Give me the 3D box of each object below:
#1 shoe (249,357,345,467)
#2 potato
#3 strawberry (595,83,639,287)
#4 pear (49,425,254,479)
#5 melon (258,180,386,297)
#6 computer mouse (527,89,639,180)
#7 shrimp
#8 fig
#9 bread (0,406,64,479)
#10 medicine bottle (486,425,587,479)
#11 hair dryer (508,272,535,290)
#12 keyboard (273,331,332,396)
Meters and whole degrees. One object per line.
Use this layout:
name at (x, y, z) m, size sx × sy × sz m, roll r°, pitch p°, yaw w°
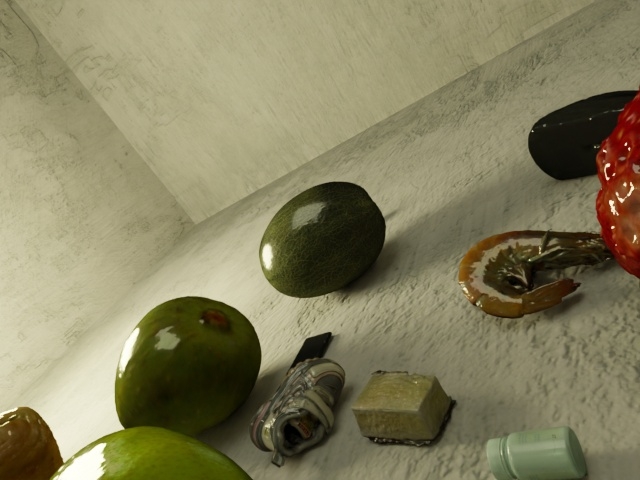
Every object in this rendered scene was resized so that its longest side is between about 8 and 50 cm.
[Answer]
shoe at (-0.027, 0.261, 0.749) m, size 0.180 × 0.089 × 0.092 m, roll -43°, pitch 18°, yaw -13°
potato at (0.109, 0.220, 0.652) m, size 0.122 × 0.061 × 0.086 m, roll -17°, pitch 23°, yaw 44°
strawberry at (0.412, -0.077, 0.462) m, size 0.292 × 0.310 × 0.292 m, roll -28°, pitch 23°, yaw 13°
pear at (-0.261, 0.376, 0.653) m, size 0.342 × 0.238 × 0.318 m, roll -39°, pitch 26°, yaw -10°
melon at (0.000, 0.000, 1.120) m, size 0.301 × 0.237 × 0.237 m, roll -34°, pitch 18°, yaw 5°
computer mouse at (0.501, -0.189, 0.851) m, size 0.086 × 0.137 × 0.269 m, roll -51°, pitch 24°, yaw -24°
shrimp at (0.320, 0.036, 0.699) m, size 0.248 × 0.068 × 0.150 m, roll -18°, pitch 47°, yaw 25°
fig at (-0.272, 0.267, 0.951) m, size 0.326 × 0.258 × 0.258 m, roll -50°, pitch 14°, yaw 16°
bread at (-0.606, 0.493, 0.829) m, size 0.148 × 0.337 × 0.328 m, roll 26°, pitch 30°, yaw 28°
medicine bottle at (0.215, 0.215, 0.488) m, size 0.083 × 0.047 × 0.047 m, roll -24°, pitch 21°, yaw 34°
hair dryer at (0.311, 0.063, 0.740) m, size 0.047 × 0.026 × 0.083 m, roll -31°, pitch 21°, yaw 16°
keyboard at (-0.037, 0.249, 0.922) m, size 0.074 × 0.015 × 0.196 m, roll -27°, pitch 19°, yaw 37°
